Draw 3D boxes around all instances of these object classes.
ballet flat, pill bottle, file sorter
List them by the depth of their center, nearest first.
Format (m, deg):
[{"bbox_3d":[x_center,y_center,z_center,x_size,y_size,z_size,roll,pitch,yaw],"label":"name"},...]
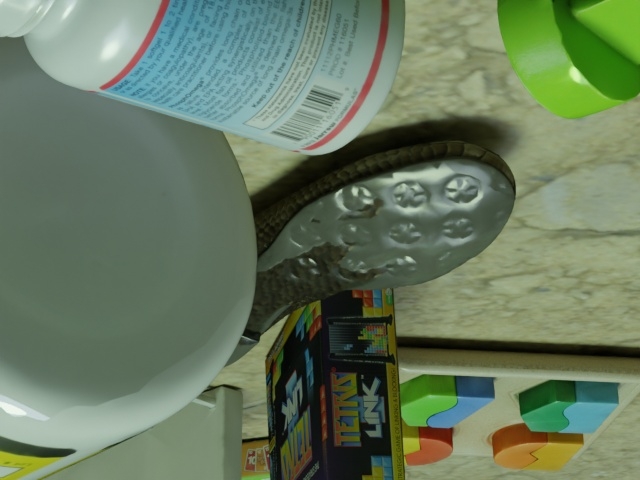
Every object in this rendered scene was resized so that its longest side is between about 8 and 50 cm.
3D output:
[{"bbox_3d":[-0.053,-0.091,0.726,0.160,0.087,0.087,15,153,-35],"label":"pill bottle"},{"bbox_3d":[-0.193,0.036,0.899,0.188,0.188,0.334,14,153,-34],"label":"pill bottle"},{"bbox_3d":[0.000,0.000,1.014,0.084,0.058,0.250,37,135,-25],"label":"ballet flat"},{"bbox_3d":[-0.208,0.204,1.316,0.173,0.193,0.277,22,148,-40],"label":"file sorter"}]

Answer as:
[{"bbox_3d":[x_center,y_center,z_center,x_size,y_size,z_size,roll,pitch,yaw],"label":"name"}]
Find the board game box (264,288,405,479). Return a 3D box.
[{"bbox_3d":[0.005,0.111,1.161,0.048,0.141,0.170,3,157,-11],"label":"board game box"}]

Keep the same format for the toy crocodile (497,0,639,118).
[{"bbox_3d":[0.075,-0.129,0.644,0.115,0.105,0.340,-20,147,39],"label":"toy crocodile"}]

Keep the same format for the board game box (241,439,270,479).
[{"bbox_3d":[-0.095,0.191,1.497,0.259,0.039,0.124,-11,156,17],"label":"board game box"}]

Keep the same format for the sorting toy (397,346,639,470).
[{"bbox_3d":[0.111,0.119,1.326,0.193,0.038,0.208,3,158,-12],"label":"sorting toy"}]
